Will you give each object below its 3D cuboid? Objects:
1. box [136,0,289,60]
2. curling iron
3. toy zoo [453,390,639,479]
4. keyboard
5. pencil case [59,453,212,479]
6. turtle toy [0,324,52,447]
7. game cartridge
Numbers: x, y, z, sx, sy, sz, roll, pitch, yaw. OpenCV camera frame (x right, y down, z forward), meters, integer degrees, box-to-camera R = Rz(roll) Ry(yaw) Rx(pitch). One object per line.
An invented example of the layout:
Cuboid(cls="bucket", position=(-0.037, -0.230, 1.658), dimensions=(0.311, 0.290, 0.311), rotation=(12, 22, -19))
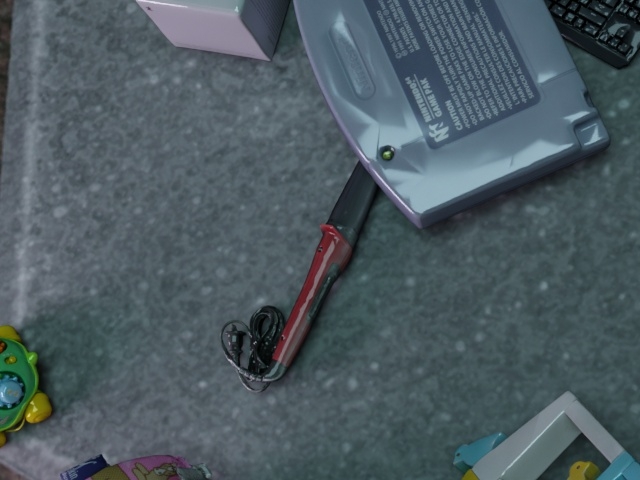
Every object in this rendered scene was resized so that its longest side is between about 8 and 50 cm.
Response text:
Cuboid(cls="box", position=(-0.089, -0.220, 1.265), dimensions=(0.101, 0.102, 0.087), rotation=(11, 76, 19))
Cuboid(cls="curling iron", position=(0.000, 0.000, 1.209), dimensions=(0.068, 0.035, 0.274), rotation=(28, 84, 22))
Cuboid(cls="toy zoo", position=(0.159, 0.225, 1.009), dimensions=(0.192, 0.030, 0.293), rotation=(-47, 28, 4))
Cuboid(cls="keyboard", position=(0.210, -0.230, 1.222), dimensions=(0.180, 0.023, 0.108), rotation=(35, 86, 22))
Cuboid(cls="pencil case", position=(-0.050, 0.309, 1.035), dimensions=(0.386, 0.160, 0.167), rotation=(35, 119, 33))
Cuboid(cls="turtle toy", position=(-0.298, 0.131, 1.242), dimensions=(0.130, 0.066, 0.095), rotation=(-33, 68, 5))
Cuboid(cls="game cartridge", position=(0.089, -0.165, 1.198), dimensions=(0.196, 0.060, 0.294), rotation=(-22, 72, 1))
